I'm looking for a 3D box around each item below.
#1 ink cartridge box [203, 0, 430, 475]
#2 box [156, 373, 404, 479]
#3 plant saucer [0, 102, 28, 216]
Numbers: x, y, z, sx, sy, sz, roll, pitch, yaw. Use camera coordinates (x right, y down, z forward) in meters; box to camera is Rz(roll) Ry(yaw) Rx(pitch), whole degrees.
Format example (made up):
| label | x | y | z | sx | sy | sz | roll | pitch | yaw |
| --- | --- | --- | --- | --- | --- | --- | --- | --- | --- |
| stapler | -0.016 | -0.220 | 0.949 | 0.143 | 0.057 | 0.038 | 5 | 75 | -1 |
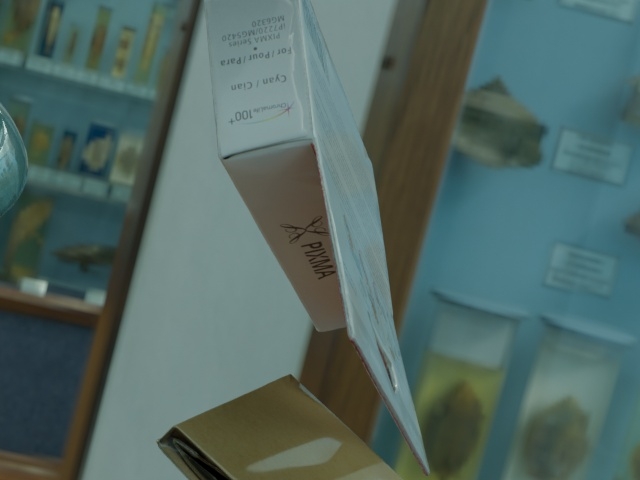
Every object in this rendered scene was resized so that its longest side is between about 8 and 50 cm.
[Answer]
| label | x | y | z | sx | sy | sz | roll | pitch | yaw |
| --- | --- | --- | --- | --- | --- | --- | --- | --- | --- |
| ink cartridge box | 0.000 | 0.000 | 0.977 | 0.066 | 0.261 | 0.296 | -12 | -26 | 7 |
| box | 0.006 | 0.148 | 0.827 | 0.164 | 0.021 | 0.201 | 43 | 13 | 10 |
| plant saucer | -0.187 | -0.051 | 0.662 | 0.119 | 0.021 | 0.119 | 16 | 41 | -15 |
